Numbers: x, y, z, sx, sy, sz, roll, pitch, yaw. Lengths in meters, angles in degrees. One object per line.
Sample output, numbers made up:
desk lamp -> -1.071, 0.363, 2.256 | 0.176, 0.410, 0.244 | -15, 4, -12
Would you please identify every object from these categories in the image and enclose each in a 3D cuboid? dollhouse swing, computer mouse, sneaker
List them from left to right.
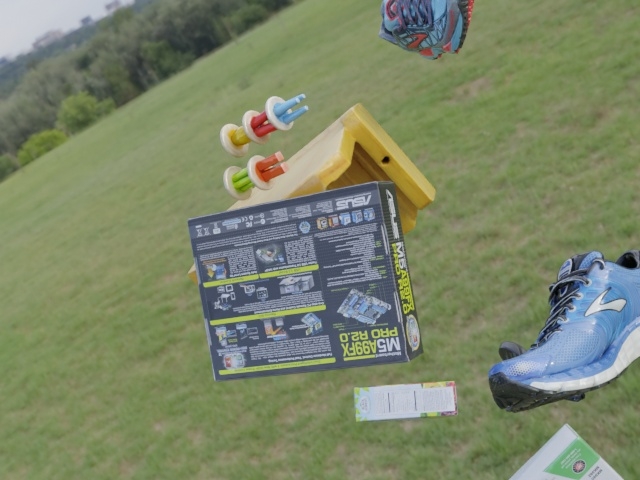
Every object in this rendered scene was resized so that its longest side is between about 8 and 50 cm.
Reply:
dollhouse swing -> 0.000, 0.000, 1.373 | 0.347, 0.315, 0.305 | -38, 27, 15
sneaker -> 0.157, -0.345, 1.353 | 0.125, 0.104, 0.262 | 11, -4, -10
computer mouse -> 0.471, 0.274, 1.825 | 0.041, 0.071, 0.242 | -34, 36, -19
sneaker -> 0.313, 0.101, 1.055 | 0.330, 0.147, 0.130 | -22, -9, -36

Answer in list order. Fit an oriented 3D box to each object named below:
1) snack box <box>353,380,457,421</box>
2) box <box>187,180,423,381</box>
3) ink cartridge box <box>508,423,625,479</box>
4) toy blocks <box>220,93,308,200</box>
snack box -> 0.089, 0.170, 0.898 | 0.100, 0.037, 0.141 | -4, -13, 6
box -> -0.024, 0.054, 1.070 | 0.270, 0.216, 0.060 | -11, 0, 25
ink cartridge box -> 0.594, 0.594, 1.929 | 0.211, 0.289, 0.121 | -46, 2, 2
toy blocks -> -0.073, -0.135, 1.212 | 0.148, 0.123, 0.054 | -23, -24, 40
